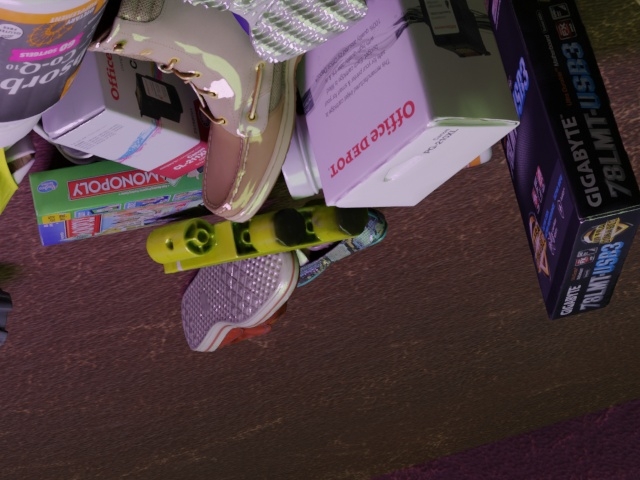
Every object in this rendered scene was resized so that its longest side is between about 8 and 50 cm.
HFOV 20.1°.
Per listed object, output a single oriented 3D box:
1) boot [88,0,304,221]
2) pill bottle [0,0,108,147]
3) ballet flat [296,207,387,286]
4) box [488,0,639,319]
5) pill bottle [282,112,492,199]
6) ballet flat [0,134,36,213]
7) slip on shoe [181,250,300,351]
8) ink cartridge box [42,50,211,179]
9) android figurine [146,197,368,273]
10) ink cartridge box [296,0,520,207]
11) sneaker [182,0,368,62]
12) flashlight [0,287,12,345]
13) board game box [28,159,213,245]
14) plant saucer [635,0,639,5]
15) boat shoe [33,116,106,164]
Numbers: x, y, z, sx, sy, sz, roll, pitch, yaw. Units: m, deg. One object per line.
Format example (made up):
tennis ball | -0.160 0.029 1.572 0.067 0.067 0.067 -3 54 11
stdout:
boot | -0.117 -0.147 1.569 0.203 0.095 0.262 3 109 -35
pill bottle | -0.256 -0.189 1.432 0.162 0.162 0.278 -5 158 -22
ballet flat | 0.000 0.000 2.261 0.188 0.070 0.070 -32 153 36
box | 0.231 -0.105 1.784 0.073 0.293 0.295 -14 160 -3
pill bottle | 0.063 -0.114 1.896 0.216 0.121 0.121 -15 160 4
ballet flat | -0.322 -0.091 1.785 0.077 0.077 0.231 -28 160 -11
slip on shoe | -0.087 0.061 2.269 0.101 0.123 0.331 -8 165 -22
ink cartridge box | -0.177 -0.141 1.657 0.072 0.127 0.175 -25 157 29
android figurine | -0.073 -0.008 2.008 0.248 0.056 0.273 -10 -179 -33
ink cartridge box | 0.061 -0.167 1.585 0.100 0.237 0.172 0 156 -34
sneaker | -0.058 -0.247 1.439 0.102 0.146 0.293 -28 160 16
flashlight | -0.496 0.072 2.052 0.103 0.103 0.304 -25 158 35
board game box | -0.194 -0.048 1.888 0.213 0.046 0.317 -11 177 -8
plant saucer | 0.465 -0.286 1.762 0.332 0.084 0.332 -12 159 -5
boat shoe | -0.233 -0.115 1.753 0.095 0.084 0.258 -21 158 18
